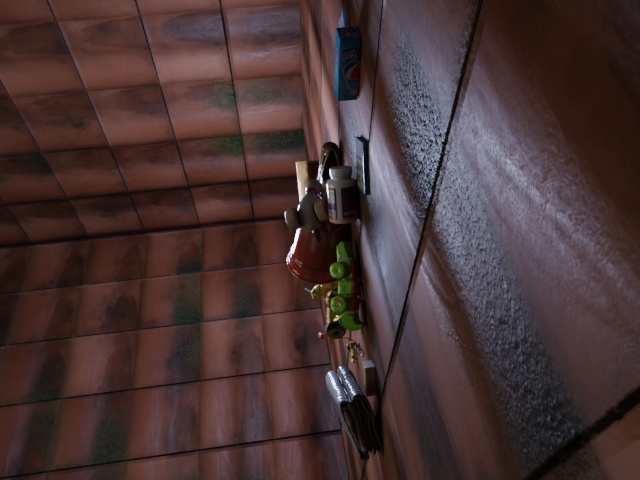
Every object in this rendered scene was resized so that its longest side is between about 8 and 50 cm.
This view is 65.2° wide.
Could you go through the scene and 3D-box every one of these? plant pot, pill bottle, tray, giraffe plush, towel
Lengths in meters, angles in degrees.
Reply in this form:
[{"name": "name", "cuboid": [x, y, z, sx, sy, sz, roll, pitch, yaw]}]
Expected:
[{"name": "plant pot", "cuboid": [0.000, 0.000, 2.149, 0.272, 0.272, 0.265, -102, 16, -49]}, {"name": "pill bottle", "cuboid": [0.078, -0.165, 1.782, 0.108, 0.108, 0.194, -112, 17, -72]}, {"name": "tray", "cuboid": [-0.034, -0.212, 2.641, 0.203, 0.076, 0.411, -18, -76, -62]}, {"name": "giraffe plush", "cuboid": [0.056, 0.194, 2.302, 0.181, 0.210, 0.171, -101, 35, -72]}, {"name": "towel", "cuboid": [0.132, 0.642, 1.884, 0.235, 0.121, 0.284, -136, 24, -70]}]

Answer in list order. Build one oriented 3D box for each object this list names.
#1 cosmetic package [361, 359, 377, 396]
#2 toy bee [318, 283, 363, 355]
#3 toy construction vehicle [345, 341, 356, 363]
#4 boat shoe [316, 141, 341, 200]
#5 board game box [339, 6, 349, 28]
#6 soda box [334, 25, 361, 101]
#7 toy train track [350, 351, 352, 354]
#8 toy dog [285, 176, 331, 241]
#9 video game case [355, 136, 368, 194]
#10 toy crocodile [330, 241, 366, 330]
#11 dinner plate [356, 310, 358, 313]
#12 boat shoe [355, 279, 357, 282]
[{"name": "cosmetic package", "cuboid": [0.178, 0.502, 1.826, 0.060, 0.041, 0.115, -121, 25, -77]}, {"name": "toy bee", "cuboid": [0.064, 0.333, 2.027, 0.195, 0.162, 0.298, 103, 152, -67]}, {"name": "toy construction vehicle", "cuboid": [0.147, 0.505, 2.285, 0.086, 0.035, 0.098, 169, 93, -74]}, {"name": "boat shoe", "cuboid": [0.036, -0.258, 2.126, 0.104, 0.110, 0.307, -104, 9, -64]}, {"name": "board game box", "cuboid": [0.078, -0.694, 1.629, 0.090, 0.020, 0.090, 121, 144, -82]}, {"name": "soda box", "cuboid": [0.081, -0.533, 1.523, 0.210, 0.067, 0.071, 89, 172, -50]}, {"name": "toy train track", "cuboid": [0.146, 0.539, 2.397, 0.083, 0.014, 0.048, 101, 163, -75]}, {"name": "toy dog", "cuboid": [-0.017, -0.114, 1.957, 0.334, 0.220, 0.161, -52, -51, -48]}, {"name": "video game case", "cuboid": [0.133, -0.240, 1.598, 0.119, 0.015, 0.166, -110, 15, -68]}, {"name": "toy crocodile", "cuboid": [0.109, 0.172, 1.906, 0.115, 0.105, 0.341, 10, -104, -58]}, {"name": "dinner plate", "cuboid": [0.124, 0.270, 2.114, 0.141, 0.017, 0.141, 163, 90, -75]}, {"name": "boat shoe", "cuboid": [0.122, 0.165, 1.990, 0.046, 0.038, 0.125, 132, 125, -63]}]
